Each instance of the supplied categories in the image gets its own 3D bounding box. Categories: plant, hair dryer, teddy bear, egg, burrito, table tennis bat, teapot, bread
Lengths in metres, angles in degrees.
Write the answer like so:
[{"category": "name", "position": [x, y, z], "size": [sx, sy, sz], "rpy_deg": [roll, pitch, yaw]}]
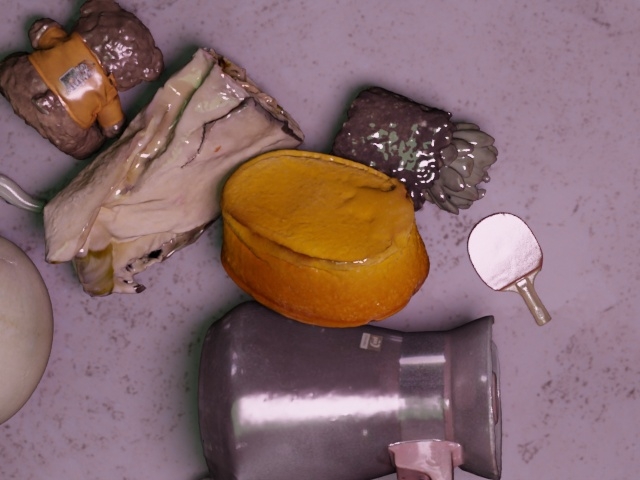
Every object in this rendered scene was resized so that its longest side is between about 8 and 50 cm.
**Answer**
[{"category": "plant", "position": [0.115, -0.103, 1.858], "size": [0.195, 0.132, 0.129], "rpy_deg": [23, 97, 3]}, {"category": "hair dryer", "position": [-0.426, -0.042, 1.933], "size": [0.167, 0.067, 0.199], "rpy_deg": [-40, 110, 16]}, {"category": "teddy bear", "position": [-0.289, -0.205, 1.858], "size": [0.190, 0.140, 0.177], "rpy_deg": [-42, 92, -2]}, {"category": "egg", "position": [-0.423, 0.116, 1.875], "size": [0.187, 0.186, 0.253], "rpy_deg": [13, 95, 0]}, {"category": "burrito", "position": [-0.196, -0.081, 1.863], "size": [0.332, 0.190, 0.135], "rpy_deg": [-42, 65, 5]}, {"category": "table tennis bat", "position": [0.247, 0.038, 1.936], "size": [0.087, 0.013, 0.156], "rpy_deg": [-31, 95, 3]}, {"category": "teapot", "position": [0.039, 0.207, 1.808], "size": [0.344, 0.300, 0.253], "rpy_deg": [-4, 134, 10]}, {"category": "bread", "position": [0.000, 0.000, 1.792], "size": [0.270, 0.195, 0.142], "rpy_deg": [24, 141, 31]}]

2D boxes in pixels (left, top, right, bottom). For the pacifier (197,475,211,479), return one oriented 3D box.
[{"category": "pacifier", "position": [-0.116, 0.443, 1.900], "size": [0.332, 0.220, 0.273], "rpy_deg": [-22, 97, 28]}]
